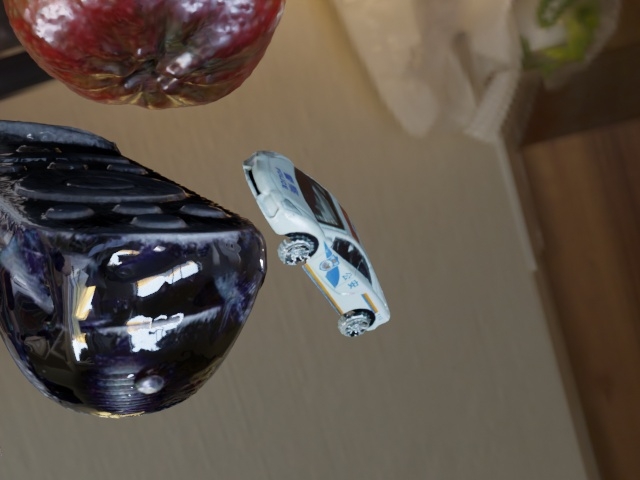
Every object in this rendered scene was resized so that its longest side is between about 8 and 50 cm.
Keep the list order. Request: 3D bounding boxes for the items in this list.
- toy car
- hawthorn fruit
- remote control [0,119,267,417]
[{"bbox_3d":[0.000,0.000,1.171,0.056,0.205,0.095,-29,-131,7],"label":"toy car"},{"bbox_3d":[-0.101,-0.170,0.795,0.157,0.194,0.157,-10,167,-2],"label":"hawthorn fruit"},{"bbox_3d":[-0.097,-0.001,0.536,0.090,0.066,0.266,6,-169,-25],"label":"remote control"}]
